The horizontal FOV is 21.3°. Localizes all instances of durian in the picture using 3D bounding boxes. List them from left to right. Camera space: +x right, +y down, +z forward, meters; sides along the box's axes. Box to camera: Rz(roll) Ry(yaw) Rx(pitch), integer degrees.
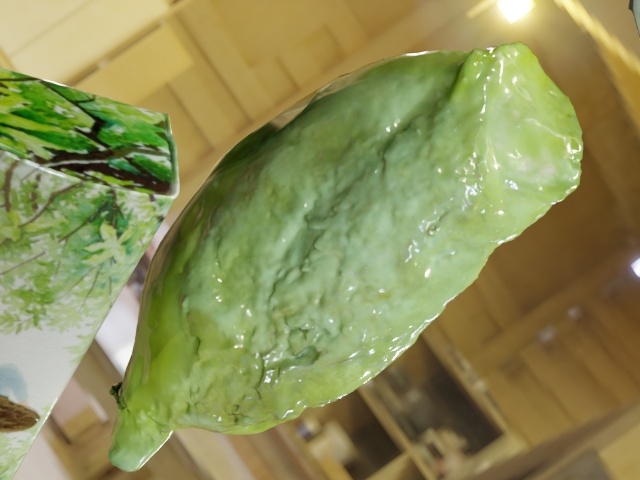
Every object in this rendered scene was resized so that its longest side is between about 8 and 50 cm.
[{"bbox_3d":[0.000,0.000,0.747,0.101,0.250,0.139,50,23,-19],"label":"durian"}]

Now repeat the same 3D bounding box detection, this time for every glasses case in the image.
[{"bbox_3d":[-0.157,0.050,0.727,0.095,0.272,0.062,14,39,-25],"label":"glasses case"}]

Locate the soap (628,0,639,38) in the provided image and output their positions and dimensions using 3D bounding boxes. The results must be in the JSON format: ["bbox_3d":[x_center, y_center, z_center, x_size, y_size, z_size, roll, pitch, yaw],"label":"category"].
[{"bbox_3d":[0.358,-0.280,1.563,0.091,0.145,0.230,32,-48,43],"label":"soap"}]
